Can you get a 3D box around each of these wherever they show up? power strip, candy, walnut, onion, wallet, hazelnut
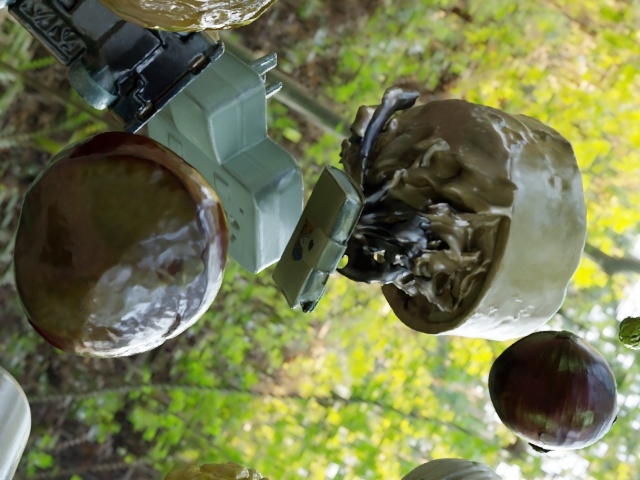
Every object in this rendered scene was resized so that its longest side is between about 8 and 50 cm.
[{"bbox_3d":[-0.110,-0.124,1.647,0.141,0.229,0.261,-34,147,-28],"label":"power strip"},{"bbox_3d":[0.584,0.130,2.189,0.194,0.062,0.058,-38,-166,44],"label":"candy"},{"bbox_3d":[-0.120,-0.265,1.149,0.167,0.207,0.167,175,-90,-73],"label":"walnut"},{"bbox_3d":[0.201,0.134,1.137,0.119,0.118,0.117,-61,-161,-10],"label":"onion"},{"bbox_3d":[0.000,0.000,1.512,0.155,0.039,0.110,-64,-156,16],"label":"wallet"},{"bbox_3d":[-0.198,0.010,1.290,0.229,0.229,0.229,-60,-177,6],"label":"hazelnut"}]

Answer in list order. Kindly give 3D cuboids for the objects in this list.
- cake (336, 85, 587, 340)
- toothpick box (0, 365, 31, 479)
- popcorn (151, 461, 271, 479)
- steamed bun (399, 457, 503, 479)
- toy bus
[{"bbox_3d":[0.138,-0.034,1.690,0.332,0.321,0.332,-26,-120,56],"label":"cake"},{"bbox_3d":[-0.503,0.290,1.729,0.229,0.229,0.316,-58,-170,28],"label":"toothpick box"},{"bbox_3d":[-0.199,0.581,2.352,0.349,0.349,0.381,-60,-159,5],"label":"popcorn"},{"bbox_3d":[0.172,0.369,1.789,0.182,0.106,0.183,-23,-159,9],"label":"steamed bun"},{"bbox_3d":[-0.266,-0.296,1.413,0.162,0.323,0.194,-40,-159,13],"label":"toy bus"}]
